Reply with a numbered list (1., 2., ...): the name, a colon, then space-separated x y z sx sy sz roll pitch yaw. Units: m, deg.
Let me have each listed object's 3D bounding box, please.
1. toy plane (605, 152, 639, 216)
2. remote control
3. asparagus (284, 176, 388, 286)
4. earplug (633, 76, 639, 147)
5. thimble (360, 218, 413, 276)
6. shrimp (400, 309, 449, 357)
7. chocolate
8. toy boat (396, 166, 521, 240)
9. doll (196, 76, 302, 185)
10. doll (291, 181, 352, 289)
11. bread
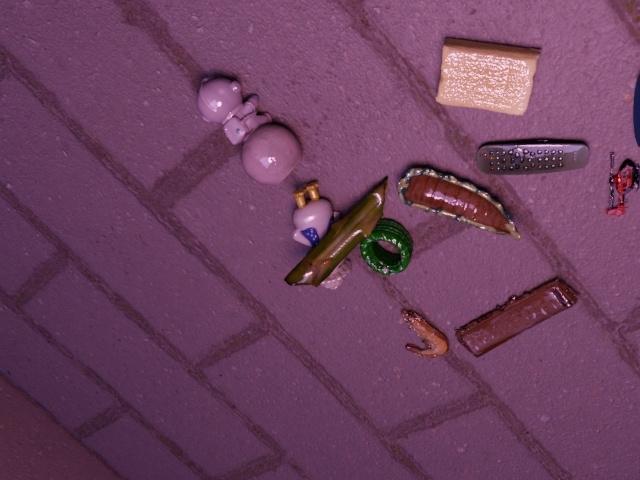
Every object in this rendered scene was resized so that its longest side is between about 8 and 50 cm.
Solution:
1. toy plane: 0.627 -0.112 1.265 0.060 0.037 0.145 4 122 22
2. remote control: 0.445 -0.177 1.283 0.222 0.042 0.072 0 122 21
3. asparagus: 0.056 -0.008 1.432 0.343 0.082 0.085 -45 98 -1
4. earplug: 0.724 -0.242 1.094 0.273 0.132 0.132 -2 121 16
5. thimble: 0.163 0.017 1.483 0.118 0.090 0.130 -12 117 25
6. shrimp: 0.260 0.256 1.645 0.178 0.034 0.124 37 133 -12
7. chocolate: 0.477 0.201 1.509 0.102 0.065 0.329 42 127 -11
8. toy boat: 0.314 -0.084 1.361 0.293 0.099 0.108 25 127 12
9. doll: -0.172 -0.256 1.393 0.287 0.151 0.151 46 125 -9
10. doll: 0.000 0.000 1.514 0.119 0.138 0.293 28 139 54
11. bread: 0.329 -0.324 1.211 0.188 0.068 0.125 11 125 12
